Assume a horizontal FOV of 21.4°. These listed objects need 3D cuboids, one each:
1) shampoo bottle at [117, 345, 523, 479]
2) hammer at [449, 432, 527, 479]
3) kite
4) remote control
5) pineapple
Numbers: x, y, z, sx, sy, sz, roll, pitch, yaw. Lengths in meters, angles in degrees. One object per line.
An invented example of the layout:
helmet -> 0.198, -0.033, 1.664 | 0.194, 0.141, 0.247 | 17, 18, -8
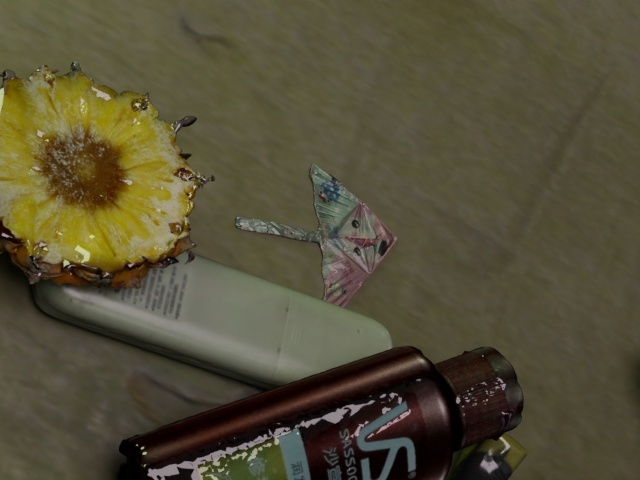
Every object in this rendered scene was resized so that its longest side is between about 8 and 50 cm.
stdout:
shampoo bottle -> 0.007, 0.162, 1.310 | 0.323, 0.084, 0.129 | -15, 108, -26
hammer -> 0.106, 0.247, 1.346 | 0.041, 0.159, 0.226 | 41, 41, -13
kite -> 0.000, 0.000, 1.424 | 0.152, 0.005, 0.137 | -1, 75, -27
remote control -> -0.077, 0.060, 1.344 | 0.309, 0.038, 0.090 | 20, 65, -22
pineapple -> -0.182, -0.047, 1.290 | 0.221, 0.047, 0.221 | 14, 52, -19
